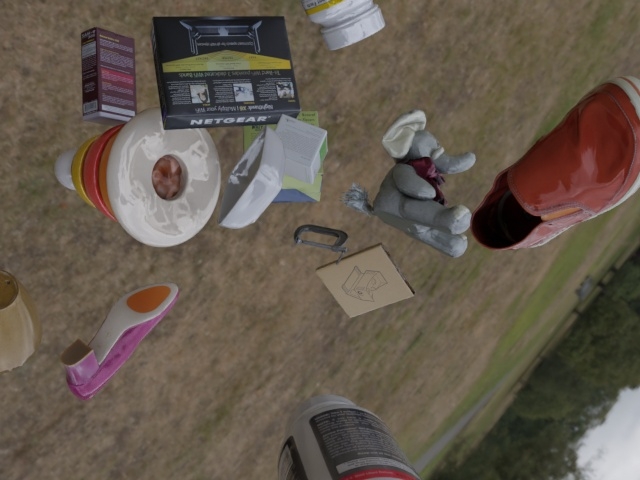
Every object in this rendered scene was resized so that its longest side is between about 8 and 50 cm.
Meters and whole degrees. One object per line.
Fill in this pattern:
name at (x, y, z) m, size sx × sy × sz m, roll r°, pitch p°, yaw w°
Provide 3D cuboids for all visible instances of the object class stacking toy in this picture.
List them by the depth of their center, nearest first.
stacking toy at (-0.533, -0.175, 1.980) m, size 0.351 × 0.480 × 0.350 m, roll -10°, pitch 103°, yaw -50°

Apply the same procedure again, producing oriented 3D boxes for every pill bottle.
pill bottle at (0.037, 0.329, 1.006) m, size 0.176 × 0.176 × 0.318 m, roll -53°, pitch -164°, yaw 3°
pill bottle at (0.016, -0.410, 1.153) m, size 0.119 × 0.119 × 0.208 m, roll -39°, pitch 114°, yaw -32°

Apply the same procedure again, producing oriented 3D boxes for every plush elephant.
plush elephant at (0.243, -0.146, 1.763) m, size 0.255 × 0.330 × 0.272 m, roll -64°, pitch 158°, yaw -11°

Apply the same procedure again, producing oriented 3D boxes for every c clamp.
c clamp at (0.000, 0.000, 1.864) m, size 0.137 × 0.161 × 0.022 m, roll -48°, pitch 146°, yaw -48°

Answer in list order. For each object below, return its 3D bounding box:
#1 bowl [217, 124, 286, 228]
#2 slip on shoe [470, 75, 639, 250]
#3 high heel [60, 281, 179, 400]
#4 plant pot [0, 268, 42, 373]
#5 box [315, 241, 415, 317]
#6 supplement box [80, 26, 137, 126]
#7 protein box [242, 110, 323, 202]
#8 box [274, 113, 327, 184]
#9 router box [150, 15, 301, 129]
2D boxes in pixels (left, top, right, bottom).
bowl at (-0.101, -0.092, 1.161) m, size 0.142 × 0.053 × 0.142 m, roll -48°, pitch -154°, yaw 35°
slip on shoe at (0.282, -0.072, 0.894) m, size 0.101 × 0.123 × 0.331 m, roll -18°, pitch 163°, yaw -23°
high heel at (-0.338, 0.175, 1.306) m, size 0.244 × 0.082 × 0.117 m, roll -45°, pitch 151°, yaw -34°
plant pot at (-0.825, 0.183, 1.884) m, size 0.237 × 0.237 × 0.254 m, roll -38°, pitch 169°, yaw -35°
box at (0.111, 0.102, 1.853) m, size 0.201 × 0.164 × 0.021 m, roll -23°, pitch -157°, yaw 32°
supplement box at (-0.563, -0.431, 1.990) m, size 0.130 × 0.073 × 0.239 m, roll 4°, pitch 82°, yaw -54°
protein box at (-0.102, -0.218, 1.953) m, size 0.200 × 0.201 × 0.136 m, roll -2°, pitch 151°, yaw -6°
box at (-0.046, -0.182, 1.499) m, size 0.101 × 0.102 × 0.087 m, roll 86°, pitch 27°, yaw -74°
router box at (-0.216, -0.384, 1.700) m, size 0.309 × 0.242 × 0.081 m, roll -5°, pitch 167°, yaw -18°
